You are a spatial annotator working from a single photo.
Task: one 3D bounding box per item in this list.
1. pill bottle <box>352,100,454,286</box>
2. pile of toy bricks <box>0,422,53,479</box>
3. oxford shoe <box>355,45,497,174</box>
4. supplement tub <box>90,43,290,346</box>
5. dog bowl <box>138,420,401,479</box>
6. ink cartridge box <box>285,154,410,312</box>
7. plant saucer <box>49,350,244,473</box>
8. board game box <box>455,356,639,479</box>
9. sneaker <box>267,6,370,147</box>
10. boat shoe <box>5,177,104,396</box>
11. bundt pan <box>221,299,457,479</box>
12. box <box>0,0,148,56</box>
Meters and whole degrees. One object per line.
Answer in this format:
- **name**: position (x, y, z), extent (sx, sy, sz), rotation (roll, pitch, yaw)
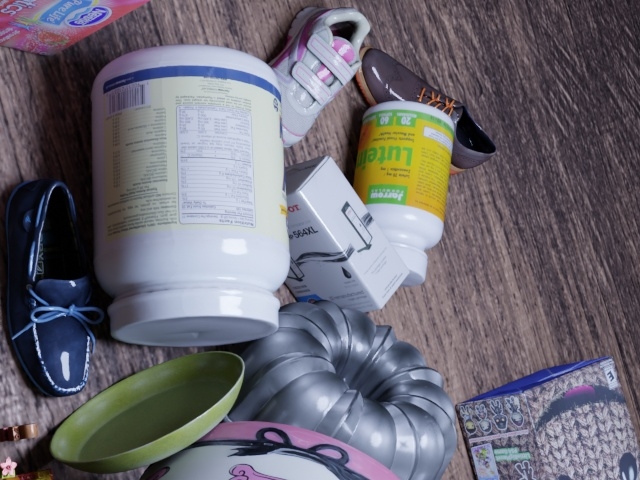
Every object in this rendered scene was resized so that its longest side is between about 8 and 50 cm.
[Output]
- **pill bottle**: position (0.114, -0.064, 1.959), extent (0.136, 0.136, 0.245), rotation (23, 66, -36)
- **pile of toy bricks**: position (-0.372, 0.254, 1.482), extent (0.212, 0.105, 0.118), rotation (-5, 84, -42)
- **oxford shoe**: position (0.162, -0.207, 2.058), extent (0.271, 0.098, 0.097), rotation (38, 58, -29)
- **supplement tub**: position (-0.157, -0.048, 1.640), extent (0.235, 0.235, 0.325), rotation (9, 71, -40)
- **dog bowl**: position (-0.050, 0.368, 1.564), extent (0.408, 0.408, 0.150), rotation (45, 41, -25)
- **ink cartridge box**: position (0.000, 0.000, 1.838), extent (0.203, 0.148, 0.086), rotation (54, 52, -18)
- **plant saucer**: position (-0.193, 0.202, 1.564), extent (0.241, 0.241, 0.037), rotation (-36, 111, -40)
- **board game box**: position (0.368, 0.351, 2.082), extent (0.232, 0.141, 0.291), rotation (-15, 88, -42)
- **sneaker**: position (-0.010, -0.242, 1.906), extent (0.103, 0.111, 0.252), rotation (39, 58, -29)
- **boat shoe**: position (-0.316, 0.055, 1.586), extent (0.109, 0.089, 0.258), rotation (-14, 90, -42)
- **bundt pan**: position (0.036, 0.196, 1.723), extent (0.331, 0.124, 0.331), rotation (26, 27, -14)
- **box**: position (-0.295, -0.328, 1.546), extent (0.154, 0.300, 0.142), rotation (9, 73, -41)
